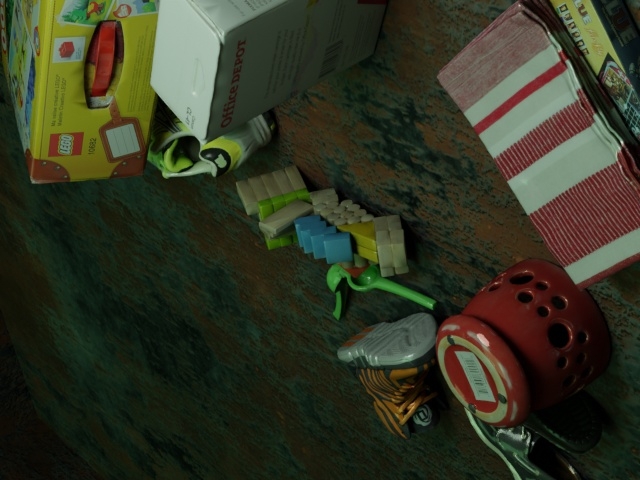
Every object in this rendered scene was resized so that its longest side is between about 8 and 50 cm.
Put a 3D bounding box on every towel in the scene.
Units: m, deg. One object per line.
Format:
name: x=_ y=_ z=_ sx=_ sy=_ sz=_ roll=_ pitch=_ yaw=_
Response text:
towel: x=0.276 y=-0.107 z=1.601 sx=0.329 sy=0.037 sz=0.237 roll=58 pitch=154 yaw=4

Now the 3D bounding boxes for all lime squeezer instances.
lime squeezer: x=0.068 y=0.081 z=2.197 sx=0.310 sy=0.059 sz=0.110 roll=-13 pitch=105 yaw=61

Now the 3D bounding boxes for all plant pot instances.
plant pot: x=0.261 y=0.144 z=1.815 sx=0.191 sy=0.174 sz=0.191 roll=43 pitch=149 yaw=33

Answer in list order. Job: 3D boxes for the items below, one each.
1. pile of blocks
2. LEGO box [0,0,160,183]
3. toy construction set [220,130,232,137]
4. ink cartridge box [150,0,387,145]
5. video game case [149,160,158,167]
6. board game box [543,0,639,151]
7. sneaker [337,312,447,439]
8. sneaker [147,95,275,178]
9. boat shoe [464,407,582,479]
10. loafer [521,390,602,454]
pile of blocks: x=0.000 y=0.000 z=2.131 sx=0.362 sy=0.149 sz=0.112 roll=27 pitch=138 yaw=45
LEGO box: x=-0.373 y=-0.394 z=2.103 sx=0.500 sy=0.193 sz=0.372 roll=108 pitch=148 yaw=-47
toy construction set: x=-0.176 y=-0.341 z=2.092 sx=0.215 sy=0.151 sz=0.327 roll=-113 pitch=23 yaw=-46
ink cartridge box: x=-0.059 y=-0.294 z=1.775 sx=0.131 sy=0.306 sz=0.226 roll=48 pitch=150 yaw=21
video game case: x=-0.397 y=-0.281 z=2.564 sx=0.248 sy=0.035 sz=0.275 roll=36 pitch=157 yaw=44
board game box: x=0.317 y=-0.170 z=1.554 sx=0.243 sy=0.042 sz=0.165 roll=63 pitch=153 yaw=-6
sneaker: x=0.148 y=0.220 z=2.146 sx=0.180 sy=0.125 sz=0.321 roll=57 pitch=166 yaw=-5
sneaker: x=-0.256 y=-0.185 z=2.298 sx=0.385 sy=0.147 sz=0.145 roll=2 pitch=131 yaw=45
boat shoe: x=0.299 y=0.292 z=2.003 sx=0.233 sy=0.084 sz=0.079 roll=54 pitch=138 yaw=11
loafer: x=0.316 y=0.235 z=1.926 sx=0.220 sy=0.080 sz=0.078 roll=40 pitch=157 yaw=42
